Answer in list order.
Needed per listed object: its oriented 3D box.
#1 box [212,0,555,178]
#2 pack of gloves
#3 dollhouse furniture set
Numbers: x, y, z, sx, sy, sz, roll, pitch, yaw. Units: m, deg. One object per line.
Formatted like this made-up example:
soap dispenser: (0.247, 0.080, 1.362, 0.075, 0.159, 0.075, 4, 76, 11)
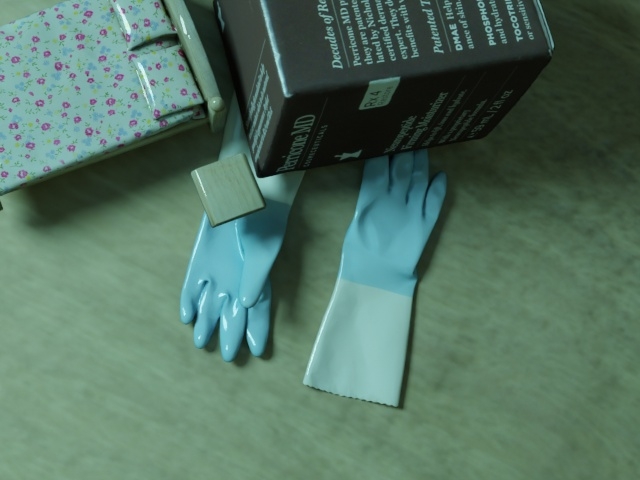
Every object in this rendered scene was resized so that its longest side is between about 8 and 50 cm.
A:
box: (0.039, -0.166, 0.861, 0.203, 0.168, 0.167, -11, 76, -13)
pack of gloves: (0.000, 0.000, 0.904, 0.195, 0.046, 0.232, 15, 80, -8)
dollhouse furniture set: (-0.239, -0.143, 0.794, 0.303, 0.174, 0.355, -23, 81, -13)
